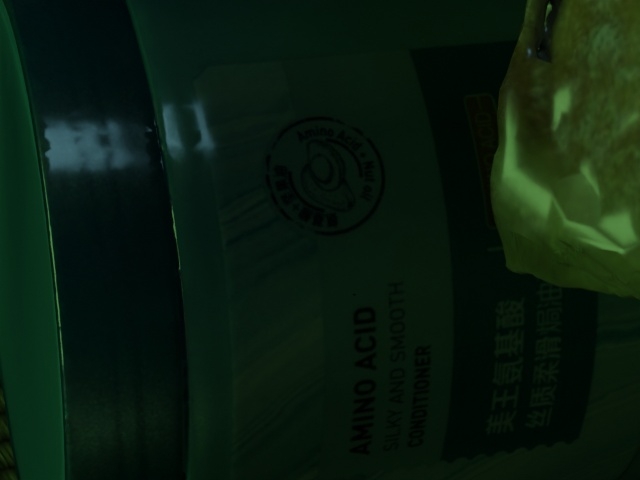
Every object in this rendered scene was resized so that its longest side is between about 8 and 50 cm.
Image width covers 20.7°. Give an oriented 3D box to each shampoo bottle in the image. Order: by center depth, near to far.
[{"bbox_3d":[0.000,0.000,0.970,0.331,0.343,0.331,174,90,-73],"label":"shampoo bottle"}]

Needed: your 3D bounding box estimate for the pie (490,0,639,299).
[{"bbox_3d":[0.134,-0.143,0.442,0.337,0.075,0.337,-21,63,49],"label":"pie"}]
